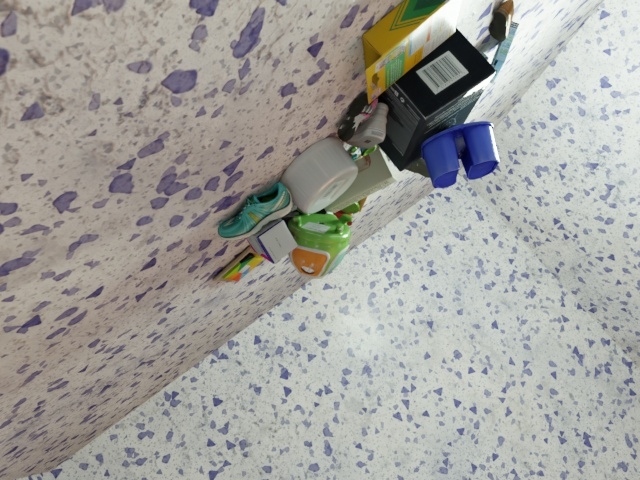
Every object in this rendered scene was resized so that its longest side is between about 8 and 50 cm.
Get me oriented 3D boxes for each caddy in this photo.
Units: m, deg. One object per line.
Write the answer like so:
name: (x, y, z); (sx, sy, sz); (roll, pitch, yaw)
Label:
caddy: (0.476, -0.308, 1.622); (0.241, 0.179, 0.341); (-16, 172, 11)

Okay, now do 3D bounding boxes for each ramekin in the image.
ramekin: (0.001, -0.218, 1.643); (0.277, 0.135, 0.277); (-37, 168, -9)

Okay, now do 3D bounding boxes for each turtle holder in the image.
turtle holder: (-0.017, 0.001, 1.773); (0.320, 0.243, 0.228); (-119, -144, -66)

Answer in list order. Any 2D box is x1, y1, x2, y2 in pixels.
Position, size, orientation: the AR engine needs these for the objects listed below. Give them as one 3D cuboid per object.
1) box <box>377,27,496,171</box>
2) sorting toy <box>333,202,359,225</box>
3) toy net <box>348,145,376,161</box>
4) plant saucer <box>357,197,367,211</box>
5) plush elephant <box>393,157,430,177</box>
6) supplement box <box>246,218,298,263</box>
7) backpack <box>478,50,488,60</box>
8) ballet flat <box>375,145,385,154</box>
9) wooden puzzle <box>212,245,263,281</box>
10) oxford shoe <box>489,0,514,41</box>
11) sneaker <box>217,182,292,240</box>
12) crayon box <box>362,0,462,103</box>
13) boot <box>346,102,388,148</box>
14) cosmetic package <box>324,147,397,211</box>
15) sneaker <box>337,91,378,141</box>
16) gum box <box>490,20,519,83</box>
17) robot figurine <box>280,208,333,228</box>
box: (0.360, -0.465, 1.613); (0.293, 0.212, 0.395); (-35, 168, -11)
sorting toy: (0.145, -0.204, 2.323); (0.366, 0.127, 0.126); (109, 4, -64)
toy net: (0.137, -0.317, 1.918); (0.122, 0.045, 0.232); (-32, 167, -32)
plant saucer: (0.228, -0.240, 2.358); (0.200, 0.037, 0.200); (25, 90, -87)
plush elephant: (0.538, -0.443, 2.218); (0.255, 0.329, 0.272); (-56, 165, -13)
supplement box: (-0.185, -0.013, 1.650); (0.114, 0.111, 0.220); (-36, -157, -16)
backpack: (0.635, -0.703, 1.906); (0.105, 0.084, 0.114); (-41, 166, -1)
ballet flat: (0.331, -0.400, 2.066); (0.206, 0.073, 0.067); (-7, 139, -43)
wooden puzzle: (-0.341, 0.113, 2.065); (0.221, 0.044, 0.238); (-41, 169, 7)
oxford shoe: (0.668, -0.794, 1.704); (0.076, 0.076, 0.212); (-53, 169, 4)
sneaker: (-0.225, -0.100, 1.549); (0.275, 0.107, 0.110); (-33, 139, -10)
crayon box: (0.223, -0.536, 1.254); (0.323, 0.083, 0.203); (-40, 169, 1)
boot: (0.166, -0.392, 1.606); (0.258, 0.095, 0.124); (-168, -88, -72)
cosmetic package: (0.140, -0.232, 1.865); (0.296, 0.129, 0.153); (-26, 172, 14)
sneaker: (0.118, -0.406, 1.509); (0.178, 0.072, 0.077); (-45, -173, 32)
gum box: (0.735, -0.760, 1.907); (0.157, 0.041, 0.185); (77, 35, -77)
robot figurine: (-0.062, -0.050, 1.979); (0.278, 0.174, 0.209); (-31, -155, -36)
